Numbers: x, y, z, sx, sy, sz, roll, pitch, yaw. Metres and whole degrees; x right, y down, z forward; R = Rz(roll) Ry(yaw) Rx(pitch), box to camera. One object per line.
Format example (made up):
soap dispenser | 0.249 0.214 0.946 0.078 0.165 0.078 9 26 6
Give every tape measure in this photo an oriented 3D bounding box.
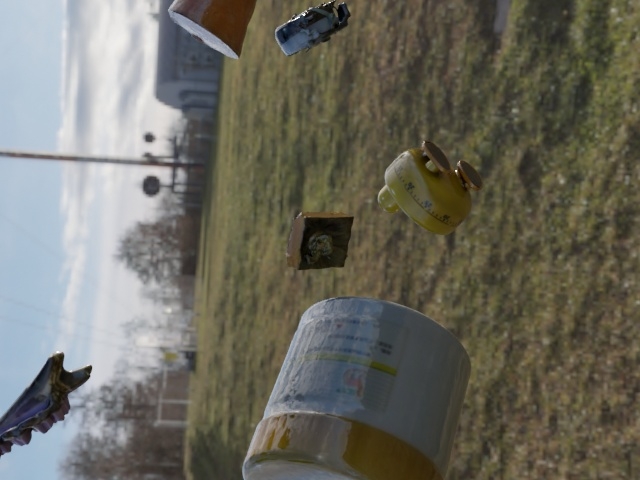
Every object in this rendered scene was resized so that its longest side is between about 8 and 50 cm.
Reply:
tape measure | -0.017 -0.292 1.283 0.091 0.094 0.054 -13 108 51

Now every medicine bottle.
medicine bottle | 0.049 0.224 1.146 0.238 0.237 0.232 100 -172 -55

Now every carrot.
carrot | -0.176 -0.481 1.772 0.225 0.159 0.159 -63 3 -6

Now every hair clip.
hair clip | -0.462 0.273 1.375 0.084 0.292 0.106 49 -171 -18

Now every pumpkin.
pumpkin | 0.000 0.000 1.195 0.054 0.083 0.074 31 117 50

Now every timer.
timer | 0.115 -0.050 1.051 0.109 0.107 0.107 -46 26 27
